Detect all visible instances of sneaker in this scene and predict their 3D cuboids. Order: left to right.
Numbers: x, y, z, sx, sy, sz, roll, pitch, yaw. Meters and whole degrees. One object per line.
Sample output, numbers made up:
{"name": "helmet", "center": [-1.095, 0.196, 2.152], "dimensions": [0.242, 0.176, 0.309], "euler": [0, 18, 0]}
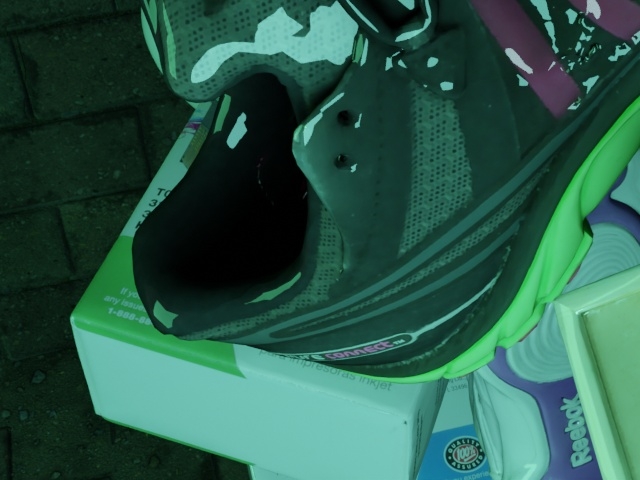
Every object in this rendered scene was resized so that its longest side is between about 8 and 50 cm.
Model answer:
{"name": "sneaker", "center": [0.042, -0.120, 0.412], "dimensions": [0.185, 0.202, 0.483], "euler": [60, 142, 44]}
{"name": "sneaker", "center": [0.119, 0.047, 0.675], "dimensions": [0.152, 0.114, 0.305], "euler": [-115, 15, -55]}

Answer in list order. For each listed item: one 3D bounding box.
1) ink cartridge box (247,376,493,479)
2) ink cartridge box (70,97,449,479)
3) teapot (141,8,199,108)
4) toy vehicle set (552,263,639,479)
{"name": "ink cartridge box", "center": [0.032, 0.115, 1.025], "dimensions": [0.129, 0.223, 0.308], "euler": [93, 164, -65]}
{"name": "ink cartridge box", "center": [0.000, 0.000, 0.743], "dimensions": [0.117, 0.201, 0.278], "euler": [89, -160, -51]}
{"name": "teapot", "center": [-0.026, -0.219, 1.027], "dimensions": [0.256, 0.252, 0.187], "euler": [57, 139, 14]}
{"name": "toy vehicle set", "center": [0.172, 0.113, 0.295], "dimensions": [0.166, 0.035, 0.267], "euler": [-25, 71, 37]}
